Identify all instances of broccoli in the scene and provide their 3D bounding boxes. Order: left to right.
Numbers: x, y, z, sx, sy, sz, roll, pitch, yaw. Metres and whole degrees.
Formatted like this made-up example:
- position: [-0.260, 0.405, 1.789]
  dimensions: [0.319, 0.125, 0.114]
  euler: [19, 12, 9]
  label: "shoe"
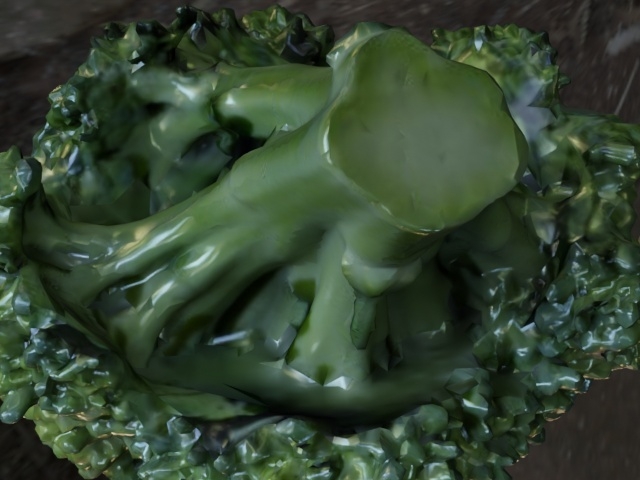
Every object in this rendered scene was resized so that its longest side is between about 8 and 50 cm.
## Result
- position: [0.004, 0.013, 0.810]
  dimensions: [0.288, 0.260, 0.235]
  euler: [-38, 117, -19]
  label: "broccoli"

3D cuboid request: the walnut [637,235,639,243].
- position: [0.303, 0.008, 1.082]
  dimensions: [0.227, 0.273, 0.273]
  euler: [43, 103, 13]
  label: "walnut"
